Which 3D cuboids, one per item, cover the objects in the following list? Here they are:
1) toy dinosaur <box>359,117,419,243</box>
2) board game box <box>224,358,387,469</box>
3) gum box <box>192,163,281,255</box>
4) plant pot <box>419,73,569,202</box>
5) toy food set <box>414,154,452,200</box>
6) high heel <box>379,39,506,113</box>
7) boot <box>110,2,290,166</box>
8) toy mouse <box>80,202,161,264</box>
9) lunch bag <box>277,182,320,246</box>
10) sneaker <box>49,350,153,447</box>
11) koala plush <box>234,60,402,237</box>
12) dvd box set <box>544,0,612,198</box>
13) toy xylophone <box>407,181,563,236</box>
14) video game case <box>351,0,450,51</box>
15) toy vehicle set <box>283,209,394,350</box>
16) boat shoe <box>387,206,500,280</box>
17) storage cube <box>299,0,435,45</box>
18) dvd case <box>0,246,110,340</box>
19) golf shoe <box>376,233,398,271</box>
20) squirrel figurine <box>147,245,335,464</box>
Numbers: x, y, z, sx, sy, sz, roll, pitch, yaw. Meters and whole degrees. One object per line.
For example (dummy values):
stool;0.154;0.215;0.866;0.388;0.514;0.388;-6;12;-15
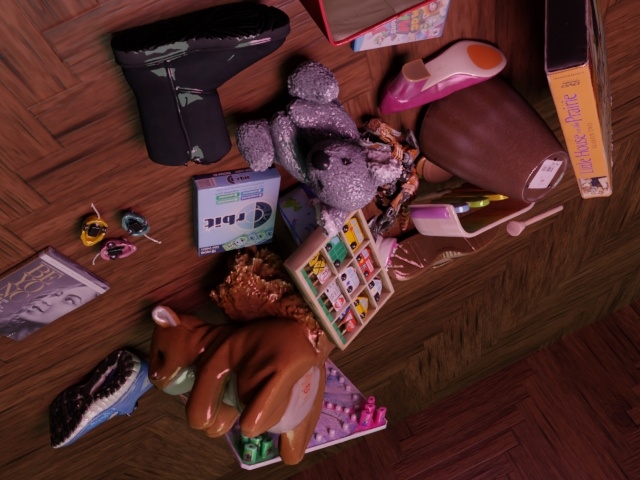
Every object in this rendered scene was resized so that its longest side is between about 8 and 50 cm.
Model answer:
toy dinosaur;0.134;-0.103;1.102;0.218;0.164;0.322;-44;124;-4
board game box;-0.089;0.380;1.378;0.389;0.390;0.050;-4;114;-31
gum box;-0.164;-0.056;1.043;0.156;0.041;0.184;-12;143;-22
plant pot;0.344;-0.180;1.027;0.215;0.230;0.215;-21;137;-21
toy food set;0.265;-0.182;1.181;0.132;0.038;0.192;-12;134;-32
high heel;0.223;-0.290;0.989;0.244;0.082;0.117;-24;170;-23
boot;-0.156;-0.218;0.790;0.246;0.094;0.207;-15;140;-6
toy mouse;-0.359;-0.012;0.976;0.143;0.031;0.161;4;135;-37
lunch bag;0.000;0.000;1.090;0.090;0.176;0.219;-31;133;-1
sneaker;-0.525;0.403;1.316;0.330;0.130;0.147;-36;142;12
koala plush;0.017;-0.133;0.883;0.196;0.221;0.203;-44;154;11
dvd box set;0.459;-0.298;0.942;0.062;0.308;0.420;-3;157;32
toy xylophone;0.352;-0.077;1.122;0.322;0.236;0.081;-24;107;-42
video game case;0.132;-0.370;0.861;0.166;0.015;0.119;-16;144;-16
toy vehicle set;0.044;0.072;1.005;0.166;0.035;0.267;-47;138;-18
boat shoe;0.301;0.011;1.401;0.341;0.123;0.123;-27;177;-14
storage cube;0.039;-0.383;0.625;0.183;0.193;0.215;-26;146;-2
dvd case;-0.542;0.107;1.020;0.221;0.018;0.164;-30;145;3
golf shoe;0.073;0.058;1.313;0.140;0.115;0.306;26;145;-5
squirrel figurine;-0.170;0.214;1.147;0.397;0.370;0.281;-65;152;-17
